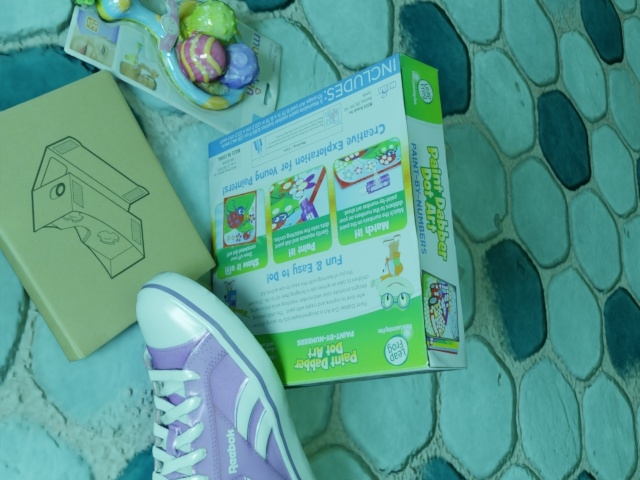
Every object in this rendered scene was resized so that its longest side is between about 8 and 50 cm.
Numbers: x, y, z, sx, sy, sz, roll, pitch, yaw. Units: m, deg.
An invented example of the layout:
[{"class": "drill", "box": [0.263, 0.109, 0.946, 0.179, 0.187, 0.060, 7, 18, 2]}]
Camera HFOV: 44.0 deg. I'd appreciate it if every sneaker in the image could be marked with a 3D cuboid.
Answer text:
[{"class": "sneaker", "box": [-0.101, 0.174, 0.633, 0.161, 0.102, 0.282, -36, 107, -40]}]

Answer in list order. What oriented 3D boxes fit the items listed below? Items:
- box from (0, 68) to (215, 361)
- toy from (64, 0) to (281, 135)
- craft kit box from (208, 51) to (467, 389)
[{"class": "box", "box": [-0.194, -0.025, 0.663, 0.164, 0.021, 0.201, -38, 106, -43]}, {"class": "toy", "box": [-0.117, -0.192, 0.762, 0.237, 0.056, 0.136, 22, 64, -38]}, {"class": "craft kit box", "box": [0.000, 0.000, 0.682, 0.061, 0.250, 0.246, 13, 70, -43]}]
